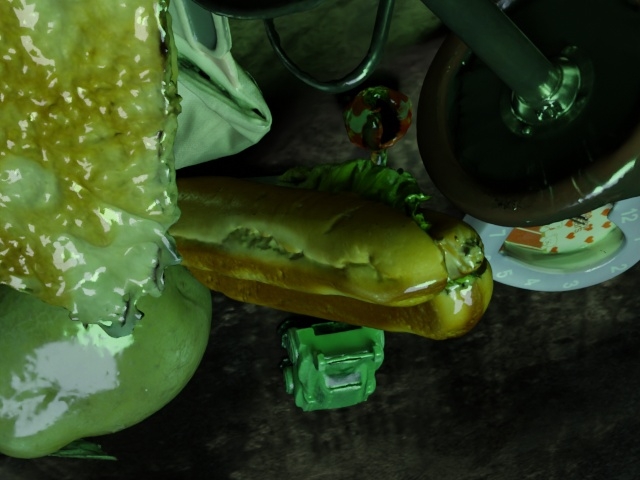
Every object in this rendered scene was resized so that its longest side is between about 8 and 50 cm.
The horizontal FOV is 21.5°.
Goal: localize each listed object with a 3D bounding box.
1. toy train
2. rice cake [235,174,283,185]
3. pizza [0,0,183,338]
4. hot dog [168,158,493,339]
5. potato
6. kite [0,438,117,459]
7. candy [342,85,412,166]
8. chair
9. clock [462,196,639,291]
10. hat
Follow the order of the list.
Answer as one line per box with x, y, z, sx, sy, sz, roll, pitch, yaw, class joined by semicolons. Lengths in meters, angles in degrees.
0.015;0.120;1.586;0.099;0.081;0.149;-8;144;-10;toy train
-0.036;-0.035;1.400;0.211;0.034;0.043;-4;134;-13;rice cake
-0.225;-0.173;1.000;0.435;0.080;0.392;27;125;-10;pizza
0.000;0.000;1.238;0.337;0.100;0.135;8;160;47;hot dog
-0.198;0.080;1.379;0.235;0.178;0.160;-36;-172;-10;potato
-0.265;0.151;1.469;0.250;0.229;0.012;-18;125;-61;kite
0.049;-0.048;1.374;0.055;0.049;0.185;-6;130;-2;candy
0.103;-0.153;1.132;0.226;0.226;0.401;-31;141;22;chair
0.200;-0.028;1.466;0.172;0.064;0.198;-16;144;2;clock
-0.160;-0.133;1.193;0.219;0.164;0.226;-16;105;2;hat
